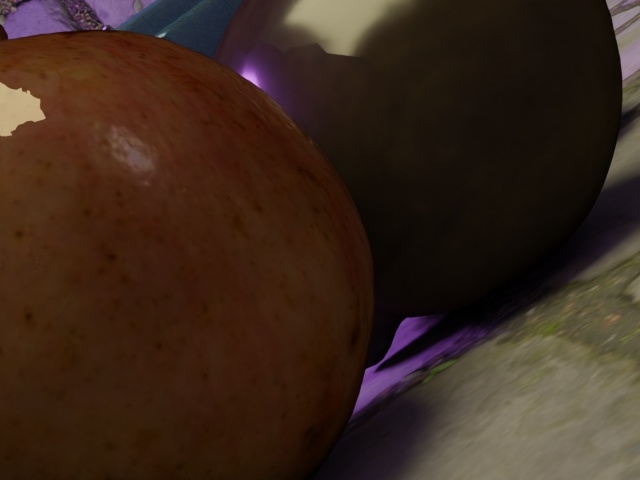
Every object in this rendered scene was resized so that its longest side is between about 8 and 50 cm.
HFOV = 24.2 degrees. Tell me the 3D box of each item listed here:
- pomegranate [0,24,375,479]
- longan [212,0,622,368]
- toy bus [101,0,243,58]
[{"bbox_3d":[-0.148,0.029,0.761,0.338,0.338,0.338,-34,5,4],"label":"pomegranate"},{"bbox_3d":[0.051,-0.070,0.933,0.300,0.243,0.300,-160,90,-74],"label":"longan"},{"bbox_3d":[-0.097,-0.153,1.229,0.133,0.116,0.234,-38,5,47],"label":"toy bus"}]
